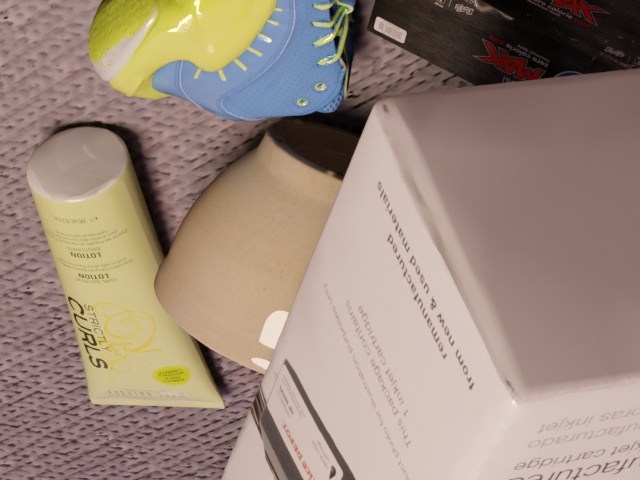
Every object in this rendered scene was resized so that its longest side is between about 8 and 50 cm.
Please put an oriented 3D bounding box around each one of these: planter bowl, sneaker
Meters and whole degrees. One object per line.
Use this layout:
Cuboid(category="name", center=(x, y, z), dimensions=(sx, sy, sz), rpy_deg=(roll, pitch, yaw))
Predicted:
Cuboid(category="planter bowl", center=(0.000, 0.000, 1.104), dimensions=(0.162, 0.162, 0.109), rpy_deg=(18, 110, -5))
Cuboid(category="sneaker", center=(-0.011, -0.136, 1.014), dimensions=(0.126, 0.091, 0.240), rpy_deg=(25, 144, -29))

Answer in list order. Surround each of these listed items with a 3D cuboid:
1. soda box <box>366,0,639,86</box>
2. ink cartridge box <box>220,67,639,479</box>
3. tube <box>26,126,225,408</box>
Cuboid(category="soda box", center=(0.112, -0.102, 0.993), dimensions=(0.169, 0.060, 0.053), rpy_deg=(29, 138, 10))
Cuboid(category="ink cartridge box", center=(0.127, 0.099, 0.992), dimensions=(0.286, 0.166, 0.395), rpy_deg=(-8, 147, -23))
Cuboid(category="tube", center=(-0.123, 0.033, 1.225), dimensions=(0.070, 0.062, 0.240), rpy_deg=(39, 155, 34))
